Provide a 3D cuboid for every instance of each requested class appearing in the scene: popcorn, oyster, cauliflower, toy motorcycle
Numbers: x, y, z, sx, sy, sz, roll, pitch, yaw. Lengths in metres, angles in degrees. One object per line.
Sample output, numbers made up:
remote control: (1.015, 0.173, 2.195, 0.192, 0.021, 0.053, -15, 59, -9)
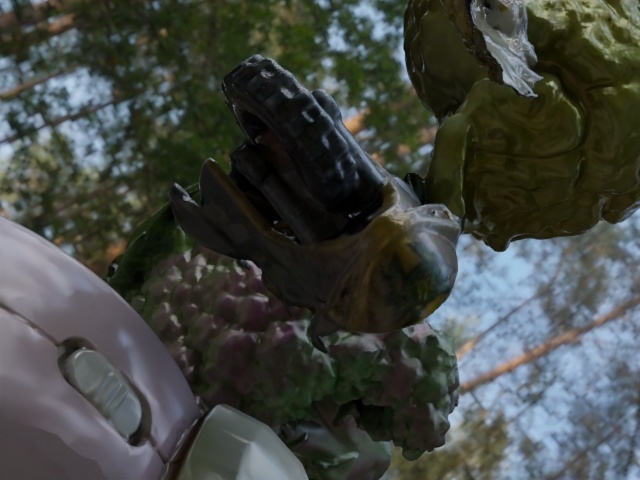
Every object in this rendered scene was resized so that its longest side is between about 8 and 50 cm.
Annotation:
popcorn: (0.186, -0.132, 1.060, 0.237, 0.293, 0.293, -14, -70, 13)
oyster: (0.081, -0.141, 0.680, 0.121, 0.045, 0.146, -77, 144, -78)
cauliflower: (-0.020, 0.095, 0.853, 0.315, 0.239, 0.256, 57, 12, -37)
toy motorcycle: (0.001, 0.000, 0.605, 0.130, 0.094, 0.229, 45, -12, 9)

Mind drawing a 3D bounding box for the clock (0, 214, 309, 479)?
clock: (-0.198, 0.120, 0.627, 0.342, 0.184, 0.326, -18, -53, 38)
